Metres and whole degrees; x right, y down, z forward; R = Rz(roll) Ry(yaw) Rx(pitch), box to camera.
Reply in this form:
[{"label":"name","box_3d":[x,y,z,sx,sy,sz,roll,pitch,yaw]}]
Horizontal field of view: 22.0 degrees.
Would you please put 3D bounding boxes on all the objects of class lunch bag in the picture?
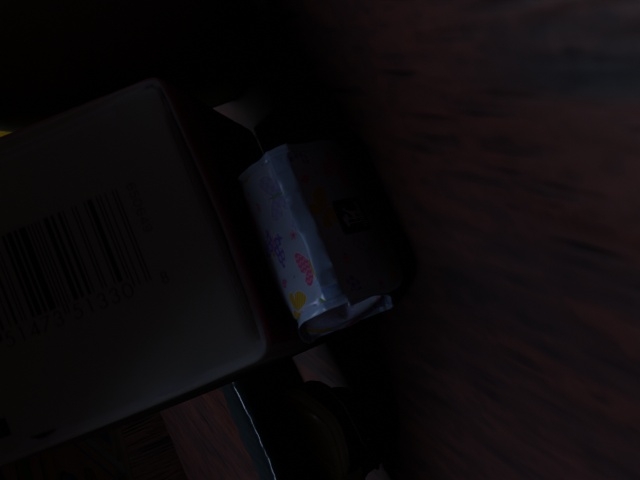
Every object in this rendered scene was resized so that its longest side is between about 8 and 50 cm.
[{"label":"lunch bag","box_3d":[0.000,0.000,0.677,0.083,0.053,0.071,64,-177,-79]}]

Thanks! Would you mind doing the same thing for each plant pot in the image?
[{"label":"plant pot","box_3d":[-0.185,-0.171,0.873,0.284,0.191,0.284,157,90,-81]}]

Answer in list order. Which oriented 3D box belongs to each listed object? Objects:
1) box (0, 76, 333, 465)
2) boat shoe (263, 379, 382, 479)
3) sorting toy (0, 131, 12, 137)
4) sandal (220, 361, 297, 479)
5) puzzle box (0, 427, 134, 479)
[{"label":"box","box_3d":[-0.094,0.019,0.776,0.232,0.149,0.127,13,-126,-83]},{"label":"boat shoe","box_3d":[0.006,0.099,0.866,0.056,0.049,0.152,40,164,15]},{"label":"sorting toy","box_3d":[-0.244,-0.115,1.399,0.365,0.126,0.127,-159,65,-75]},{"label":"sandal","box_3d":[-0.002,0.286,1.163,0.167,0.107,0.445,153,94,-80]},{"label":"puzzle box","box_3d":[-0.187,0.054,0.786,0.409,0.052,0.272,56,-168,-60]}]
